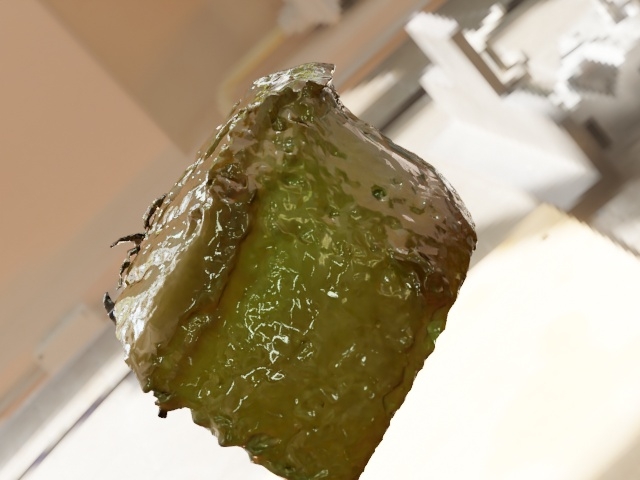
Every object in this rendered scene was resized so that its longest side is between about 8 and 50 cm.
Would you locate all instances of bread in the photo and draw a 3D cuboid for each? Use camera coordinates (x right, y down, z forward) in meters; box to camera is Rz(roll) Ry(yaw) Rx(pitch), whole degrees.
[{"bbox_3d":[-0.003,0.000,0.804,0.147,0.160,0.260,-52,2,17],"label":"bread"}]
